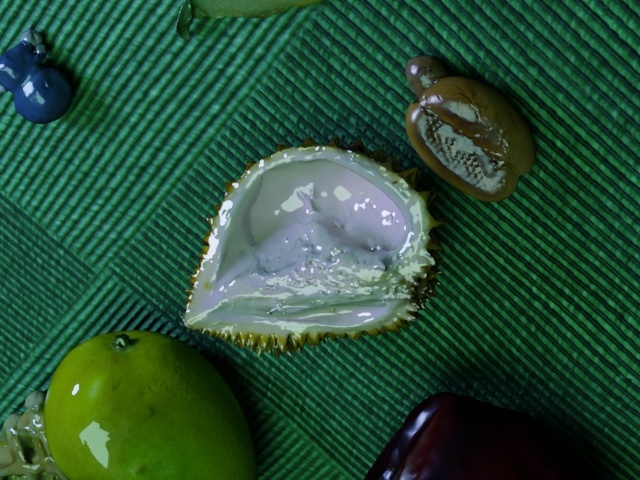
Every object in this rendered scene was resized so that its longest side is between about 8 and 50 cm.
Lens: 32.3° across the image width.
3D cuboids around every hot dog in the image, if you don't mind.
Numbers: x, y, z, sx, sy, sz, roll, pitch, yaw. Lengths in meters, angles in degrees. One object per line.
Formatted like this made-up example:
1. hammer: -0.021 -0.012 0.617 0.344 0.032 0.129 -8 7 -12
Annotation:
1. hot dog: 0.123 -0.097 0.954 0.140 0.060 0.090 33 120 -8

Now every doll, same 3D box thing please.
1. doll: -0.282 -0.150 1.074 0.076 0.050 0.083 -33 105 36

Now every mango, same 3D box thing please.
1. mango: -0.167 0.210 1.164 0.273 0.149 0.185 46 78 -17

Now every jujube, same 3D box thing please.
1. jujube: 0.182 0.323 1.068 0.258 0.258 0.376 -30 100 31

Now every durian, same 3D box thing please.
1. durian: 0.006 0.006 1.010 0.250 0.138 0.183 -15 78 22

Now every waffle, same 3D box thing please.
1. waffle: -0.278 0.325 1.324 0.297 0.073 0.317 34 124 -2

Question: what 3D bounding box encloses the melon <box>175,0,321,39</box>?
1. melon: -0.026 -0.237 0.945 0.262 0.053 0.114 -19 129 32
